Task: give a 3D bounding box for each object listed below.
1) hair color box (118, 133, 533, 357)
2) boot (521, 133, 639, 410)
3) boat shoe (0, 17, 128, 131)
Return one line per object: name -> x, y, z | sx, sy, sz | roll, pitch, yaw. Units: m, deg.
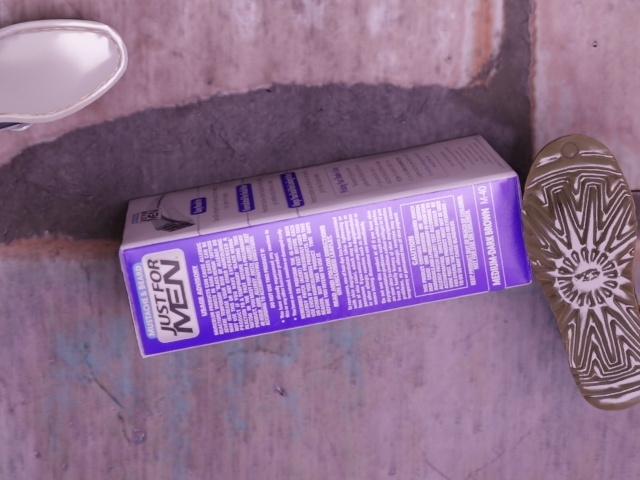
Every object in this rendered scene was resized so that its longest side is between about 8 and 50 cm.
hair color box -> 0.000, 0.000, 1.404 | 0.339, 0.185, 0.110 | -9, 105, -2
boot -> 0.227, 0.020, 1.387 | 0.089, 0.269, 0.236 | -7, 95, 8
boat shoe -> -0.291, -0.134, 1.407 | 0.254, 0.079, 0.095 | -24, 106, 4
